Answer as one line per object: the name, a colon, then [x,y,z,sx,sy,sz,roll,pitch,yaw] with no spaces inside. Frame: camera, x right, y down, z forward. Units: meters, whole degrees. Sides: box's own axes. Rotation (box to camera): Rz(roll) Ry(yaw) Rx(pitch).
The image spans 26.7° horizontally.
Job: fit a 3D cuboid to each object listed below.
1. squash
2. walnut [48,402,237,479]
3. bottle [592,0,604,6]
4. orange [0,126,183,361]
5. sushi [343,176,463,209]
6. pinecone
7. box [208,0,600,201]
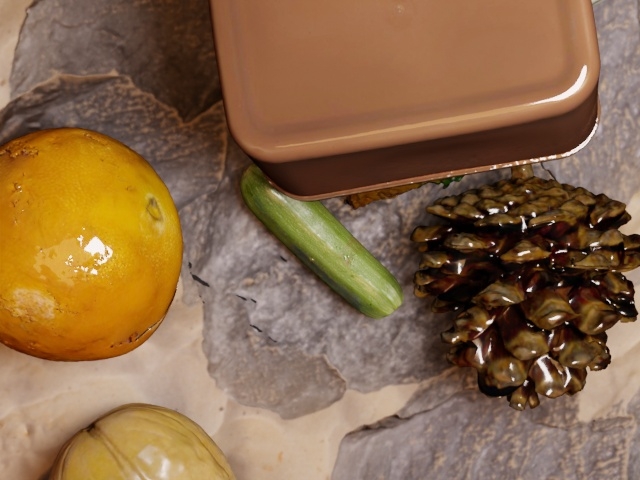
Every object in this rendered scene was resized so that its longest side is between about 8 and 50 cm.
squash: [0.000,0.000,1.463,0.066,0.066,0.229,-45,104,6]
walnut: [-0.187,0.286,1.455,0.195,0.195,0.221,-33,112,3]
bottle: [0.226,-0.349,1.378,0.110,0.110,0.233,-31,105,2]
orange: [-0.255,0.005,1.353,0.240,0.240,0.240,-1,104,-6]
sushi: [0.138,-0.129,1.415,0.149,0.140,0.287,36,100,24]
pinecone: [0.225,0.042,1.414,0.243,0.243,0.257,-28,105,1]
box: [0.079,-0.183,1.231,0.339,0.229,0.239,-9,85,8]
